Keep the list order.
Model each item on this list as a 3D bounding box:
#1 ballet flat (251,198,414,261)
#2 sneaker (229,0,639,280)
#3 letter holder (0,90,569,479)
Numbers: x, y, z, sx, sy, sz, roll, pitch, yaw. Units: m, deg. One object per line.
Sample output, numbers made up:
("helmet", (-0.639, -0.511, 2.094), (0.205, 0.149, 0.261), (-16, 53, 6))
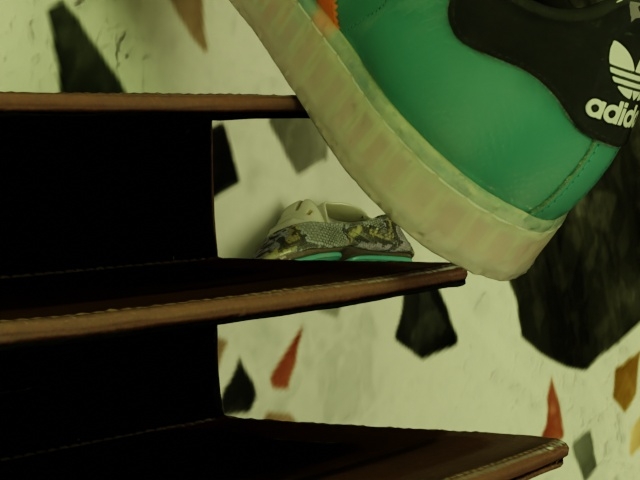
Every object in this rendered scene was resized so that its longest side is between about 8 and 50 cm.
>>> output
("ballet flat", (0.000, 0.000, 0.858), (0.114, 0.041, 0.041), (-1, 91, -52))
("sneaker", (0.019, -0.130, 0.679), (0.108, 0.302, 0.121), (3, 132, -52))
("letter holder", (-0.067, 0.021, 0.621), (0.302, 0.214, 0.152), (-5, 95, -52))
